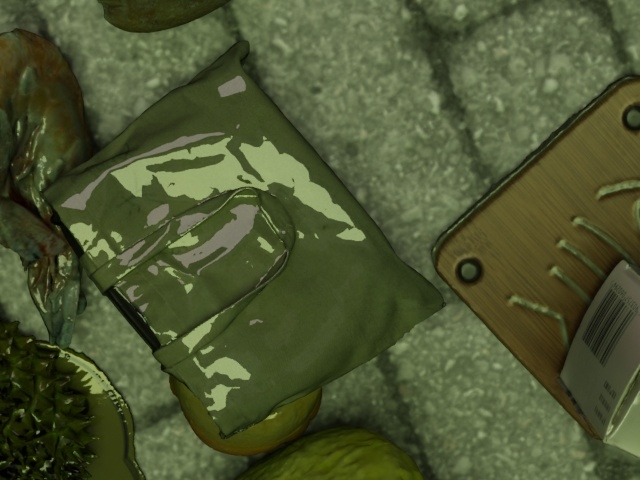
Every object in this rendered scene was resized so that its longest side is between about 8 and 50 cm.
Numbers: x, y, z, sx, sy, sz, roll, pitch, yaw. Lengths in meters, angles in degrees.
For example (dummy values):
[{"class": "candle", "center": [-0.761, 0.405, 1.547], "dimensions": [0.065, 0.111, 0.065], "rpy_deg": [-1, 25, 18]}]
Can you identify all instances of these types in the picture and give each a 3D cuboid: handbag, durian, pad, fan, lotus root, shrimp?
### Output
[{"class": "handbag", "center": [-0.075, 0.007, 1.381], "dimensions": [0.253, 0.109, 0.316], "rpy_deg": [-37, 89, -13]}, {"class": "durian", "center": [-0.380, 0.152, 1.456], "dimensions": [0.352, 0.158, 0.169], "rpy_deg": [22, 135, -7]}, {"class": "pad", "center": [0.297, 0.020, 1.482], "dimensions": [0.284, 0.018, 0.286], "rpy_deg": [-42, 103, 8]}, {"class": "fan", "center": [-0.334, 0.196, 1.513], "dimensions": [0.335, 0.011, 0.229], "rpy_deg": [19, 102, -7]}, {"class": "lotus root", "center": [-0.118, -0.262, 1.366], "dimensions": [0.192, 0.088, 0.113], "rpy_deg": [-23, 97, 4]}, {"class": "shrimp", "center": [-0.274, -0.037, 1.390], "dimensions": [0.062, 0.164, 0.316], "rpy_deg": [11, 113, 37]}]

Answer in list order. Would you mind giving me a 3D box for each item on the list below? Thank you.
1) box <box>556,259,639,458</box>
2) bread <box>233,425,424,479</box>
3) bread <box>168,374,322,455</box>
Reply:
[{"class": "box", "center": [0.413, 0.165, 1.428], "dimensions": [0.333, 0.173, 0.145], "rpy_deg": [25, 104, -12]}, {"class": "bread", "center": [0.013, 0.382, 1.417], "dimensions": [0.348, 0.348, 0.308], "rpy_deg": [-37, 113, 7]}, {"class": "bread", "center": [-0.073, 0.141, 1.449], "dimensions": [0.156, 0.086, 0.125], "rpy_deg": [9, 63, -5]}]
